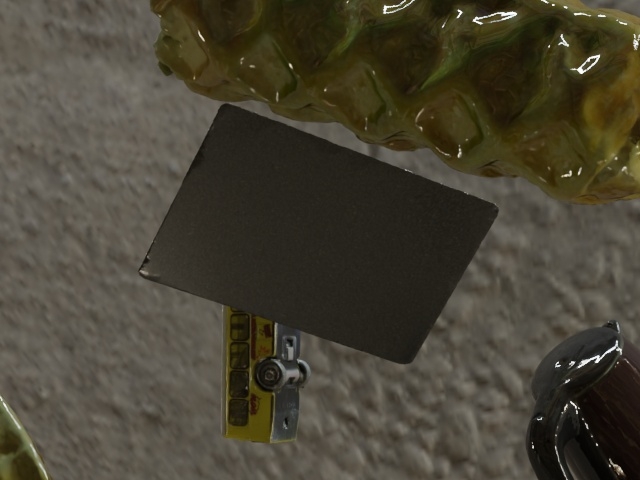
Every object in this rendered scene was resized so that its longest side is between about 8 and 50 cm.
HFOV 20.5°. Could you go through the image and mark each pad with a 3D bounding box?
[{"bbox_3d":[0.000,0.000,1.202,0.211,0.143,0.003,21,24,-19],"label":"pad"}]

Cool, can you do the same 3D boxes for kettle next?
[{"bbox_3d":[0.288,0.208,1.698,0.144,0.232,0.202,-15,31,52],"label":"kettle"}]

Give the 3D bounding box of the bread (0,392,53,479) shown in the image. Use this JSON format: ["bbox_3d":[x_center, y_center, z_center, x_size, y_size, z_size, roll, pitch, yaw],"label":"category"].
[{"bbox_3d":[-0.085,0.111,0.443,0.065,0.149,0.187,-19,44,-30],"label":"bread"}]

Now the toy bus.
[{"bbox_3d":[-0.054,0.090,1.788,0.074,0.081,0.226,-1,88,24],"label":"toy bus"}]

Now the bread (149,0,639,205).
[{"bbox_3d":[0.049,-0.082,0.809,0.269,0.098,0.087,19,102,29],"label":"bread"}]
